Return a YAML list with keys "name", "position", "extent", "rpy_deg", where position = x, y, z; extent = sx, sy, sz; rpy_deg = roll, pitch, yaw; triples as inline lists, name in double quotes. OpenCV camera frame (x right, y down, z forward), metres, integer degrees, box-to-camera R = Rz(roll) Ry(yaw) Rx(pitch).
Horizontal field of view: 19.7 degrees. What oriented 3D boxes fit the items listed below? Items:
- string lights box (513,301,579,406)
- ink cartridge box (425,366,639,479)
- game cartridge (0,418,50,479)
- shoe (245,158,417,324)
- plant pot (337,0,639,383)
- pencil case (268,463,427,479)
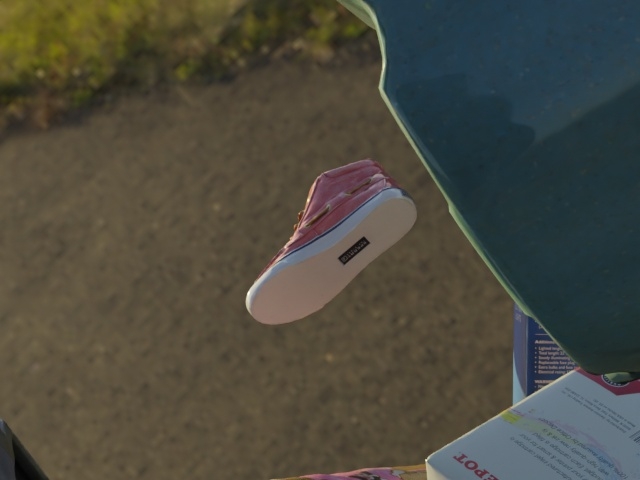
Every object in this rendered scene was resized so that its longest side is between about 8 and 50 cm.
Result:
- name: "string lights box"
  position: [0.221, 0.078, 1.451]
  extent: [0.133, 0.259, 0.077]
  rpy_deg: [0, 4, -2]
- name: "ink cartridge box"
  position: [0.173, 0.180, 1.207]
  extent: [0.176, 0.127, 0.128]
  rpy_deg: [-26, 41, -28]
- name: "game cartridge"
  position: [-0.228, 0.227, 1.052]
  extent: [0.230, 0.355, 0.068]
  rpy_deg: [-22, 49, 3]
- name: "shoe"
  position: [0.000, 0.000, 1.666]
  extent: [0.178, 0.063, 0.081]
  rpy_deg: [-37, 39, 2]
- name: "plant pot"
  position: [0.187, -0.133, 0.684]
  extent: [0.334, 0.341, 0.341]
  rpy_deg: [-31, 29, 13]
- name: "pencil case"
  position: [0.065, 0.276, 1.542]
  extent: [0.160, 0.386, 0.167]
  rpy_deg: [-37, 63, 31]
